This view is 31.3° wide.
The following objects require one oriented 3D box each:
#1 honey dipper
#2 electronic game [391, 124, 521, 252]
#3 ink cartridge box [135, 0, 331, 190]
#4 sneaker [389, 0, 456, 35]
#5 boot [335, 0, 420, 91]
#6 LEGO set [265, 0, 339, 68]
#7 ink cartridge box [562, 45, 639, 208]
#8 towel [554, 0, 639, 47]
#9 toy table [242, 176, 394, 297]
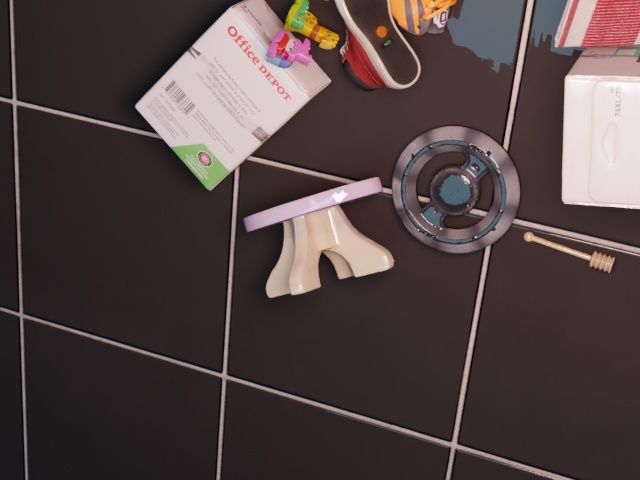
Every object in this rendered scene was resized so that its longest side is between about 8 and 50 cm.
[{"bbox_3d":[0.430,0.018,1.984,0.160,0.030,0.030,19,119,19],"label":"honey dipper"},{"bbox_3d":[0.237,-0.089,2.004,0.229,0.048,0.229,5,107,17],"label":"electronic game"},{"bbox_3d":[-0.156,-0.264,2.050,0.289,0.121,0.211,-38,95,32],"label":"ink cartridge box"},{"bbox_3d":[0.225,-0.416,1.820,0.321,0.124,0.180,19,127,35],"label":"sneaker"},{"bbox_3d":[0.055,-0.359,1.902,0.244,0.088,0.176,62,161,-16],"label":"boot"},{"bbox_3d":[-0.015,-0.352,1.923,0.093,0.227,0.087,26,147,-3],"label":"LEGO set"},{"bbox_3d":[0.485,-0.185,1.723,0.197,0.270,0.198,6,115,21],"label":"ink cartridge box"},{"bbox_3d":[0.513,-0.346,1.614,0.329,0.037,0.237,-2,158,1],"label":"towel"},{"bbox_3d":[0.000,0.000,2.048,0.274,0.252,0.161,-15,90,39],"label":"toy table"}]
